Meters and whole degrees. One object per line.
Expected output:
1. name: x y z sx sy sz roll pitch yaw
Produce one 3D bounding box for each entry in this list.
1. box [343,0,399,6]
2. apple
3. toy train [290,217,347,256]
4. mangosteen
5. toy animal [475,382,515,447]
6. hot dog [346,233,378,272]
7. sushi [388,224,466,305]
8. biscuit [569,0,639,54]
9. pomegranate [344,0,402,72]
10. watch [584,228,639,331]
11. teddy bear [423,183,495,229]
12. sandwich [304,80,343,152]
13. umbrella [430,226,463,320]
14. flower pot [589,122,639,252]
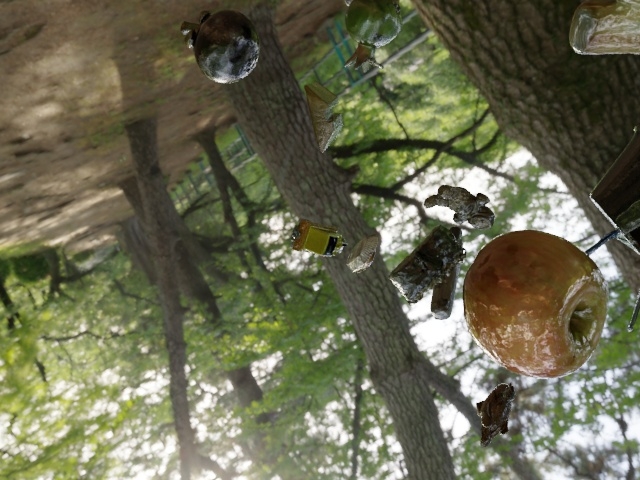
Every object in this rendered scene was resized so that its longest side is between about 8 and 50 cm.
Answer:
1. box: 0.142 -0.884 1.857 0.108 0.403 0.263 -12 167 39
2. apple: 0.573 0.166 1.645 0.392 0.391 0.347 -31 -149 -31
3. toy train: 0.000 0.000 1.656 0.127 0.089 0.219 22 -175 30
4. mangosteen: -0.321 -0.623 1.898 0.228 0.266 0.228 -60 178 -3
5. toy animal: 0.495 0.487 1.686 0.179 0.089 0.188 102 12 -64
6. hot dog: 0.118 0.039 1.660 0.099 0.053 0.192 -62 -178 -20
7. sushi: 0.282 0.057 1.539 0.212 0.115 0.147 -42 172 -23
8. biscuit: 0.566 -0.405 0.959 0.291 0.236 0.062 4 -129 12
9. pomegranate: 0.125 -0.514 1.493 0.131 0.191 0.152 27 -164 31
10. watch: 0.982 0.106 1.930 0.275 0.276 0.068 -36 161 -14
11. teddy bear: 0.316 -0.082 1.338 0.119 0.161 0.077 -43 -156 55
12. sandwich: 0.022 -0.438 2.102 0.089 0.244 0.090 -2 -156 35
13. umbrella: 0.403 0.096 1.900 0.067 0.073 0.337 5 -126 20
14. flower pot: 0.954 -0.131 1.753 0.251 0.379 0.379 -42 -179 21
